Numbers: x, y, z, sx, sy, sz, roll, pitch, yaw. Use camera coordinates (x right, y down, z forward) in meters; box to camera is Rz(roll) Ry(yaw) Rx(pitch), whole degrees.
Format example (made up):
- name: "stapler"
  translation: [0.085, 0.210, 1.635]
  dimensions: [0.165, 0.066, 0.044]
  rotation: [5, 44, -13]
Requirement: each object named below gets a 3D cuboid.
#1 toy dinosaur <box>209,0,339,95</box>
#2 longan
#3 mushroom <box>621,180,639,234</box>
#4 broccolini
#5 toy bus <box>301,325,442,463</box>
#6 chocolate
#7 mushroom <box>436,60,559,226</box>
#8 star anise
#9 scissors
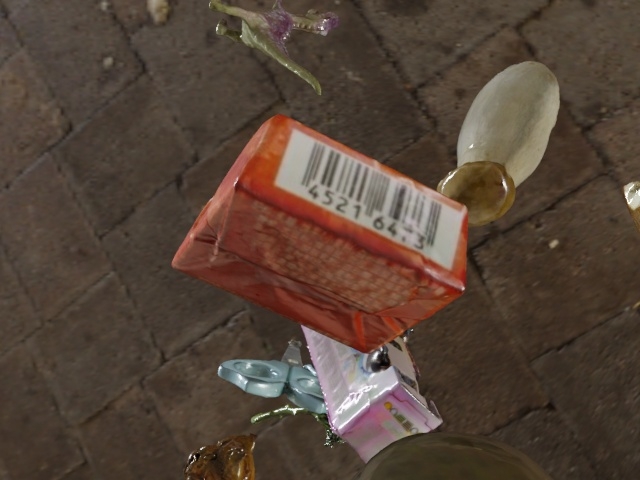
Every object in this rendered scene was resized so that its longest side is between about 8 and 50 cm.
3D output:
- name: "toy dinosaur"
  translation: [-0.069, -0.306, 1.751]
  dimensions: [0.199, 0.251, 0.072]
  rotation: [15, 114, 3]
- name: "longan"
  translation: [0.126, 0.309, 1.073]
  dimensions: [0.243, 0.300, 0.300]
  rotation: [-29, 83, 31]
- name: "mushroom"
  translation: [0.487, -0.055, 1.251]
  dimensions: [0.301, 0.233, 0.208]
  rotation: [-33, 118, -6]
- name: "broccolini"
  translation: [-0.026, 0.253, 1.690]
  dimensions: [0.194, 0.054, 0.052]
  rotation: [5, 108, 41]
- name: "toy bus"
  translation: [0.056, 0.147, 1.403]
  dimensions: [0.112, 0.274, 0.090]
  rotation: [-41, 116, 10]
- name: "chocolate"
  translation: [0.000, 0.000, 1.153]
  dimensions: [0.237, 0.108, 0.235]
  rotation: [23, 153, -11]
- name: "mushroom"
  translation: [0.252, -0.139, 1.643]
  dimensions: [0.128, 0.350, 0.128]
  rotation: [13, 129, 16]
- name: "star anise"
  translation: [-0.228, 0.426, 1.958]
  dimensions: [0.148, 0.346, 0.237]
  rotation: [54, 143, 29]
- name: "scissors"
  translation: [-0.043, 0.183, 1.723]
  dimensions: [0.191, 0.360, 0.029]
  rotation: [16, 99, -1]
